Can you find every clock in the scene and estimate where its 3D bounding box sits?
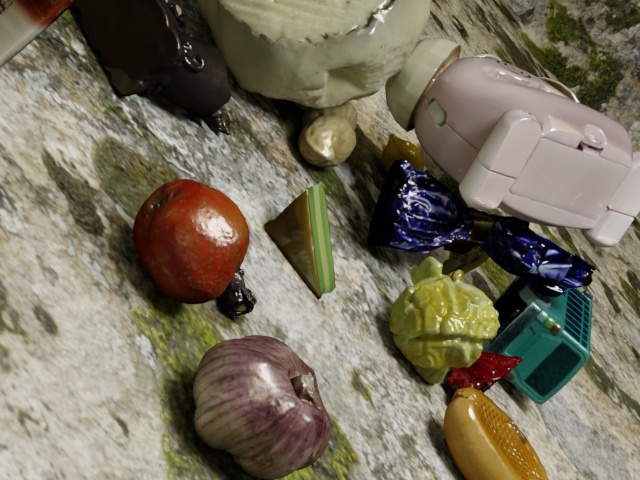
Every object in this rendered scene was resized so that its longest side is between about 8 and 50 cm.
[{"bbox_3d":[0.278,-0.153,2.078,0.342,0.184,0.326,21,17,-33],"label":"clock"}]

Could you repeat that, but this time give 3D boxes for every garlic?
[{"bbox_3d":[-0.049,0.153,1.368,0.159,0.102,0.147,30,28,-47],"label":"garlic"}]

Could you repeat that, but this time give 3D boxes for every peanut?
[{"bbox_3d":[0.010,-0.153,2.057,0.082,0.082,0.187,46,22,-17],"label":"peanut"}]

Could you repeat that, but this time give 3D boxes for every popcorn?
[{"bbox_3d":[0.156,0.102,1.858,0.135,0.141,0.162,20,76,-60],"label":"popcorn"}]

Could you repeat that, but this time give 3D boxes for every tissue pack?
[{"bbox_3d":[-0.302,-0.245,1.421,0.099,0.148,0.106,48,21,-12],"label":"tissue pack"}]

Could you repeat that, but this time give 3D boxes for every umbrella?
[{"bbox_3d":[-0.105,0.019,1.566,0.037,0.040,0.144,18,37,-43],"label":"umbrella"}]

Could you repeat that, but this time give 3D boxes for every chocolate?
[{"bbox_3d":[0.231,-0.007,2.046,0.343,0.148,0.126,17,70,-17],"label":"chocolate"}]

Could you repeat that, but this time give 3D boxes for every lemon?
[{"bbox_3d":[0.128,-0.125,2.281,0.092,0.065,0.065,65,22,8],"label":"lemon"}]

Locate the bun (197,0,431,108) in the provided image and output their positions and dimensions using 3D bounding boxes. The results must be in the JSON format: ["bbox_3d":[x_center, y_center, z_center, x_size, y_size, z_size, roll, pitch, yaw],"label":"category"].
[{"bbox_3d":[-0.006,-0.339,2.038,0.211,0.359,0.360,83,-18,-61],"label":"bun"}]

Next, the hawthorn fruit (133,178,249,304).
[{"bbox_3d":[-0.128,0.000,1.444,0.128,0.128,0.128,44,22,-22],"label":"hawthorn fruit"}]

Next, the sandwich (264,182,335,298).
[{"bbox_3d":[0.000,0.000,1.773,0.116,0.074,0.074,53,21,2],"label":"sandwich"}]

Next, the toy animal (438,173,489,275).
[{"bbox_3d":[0.203,-0.021,2.162,0.181,0.136,0.073,59,21,16],"label":"toy animal"}]

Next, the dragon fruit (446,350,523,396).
[{"bbox_3d":[0.197,0.178,1.925,0.063,0.097,0.131,52,39,10],"label":"dragon fruit"}]

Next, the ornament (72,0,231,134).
[{"bbox_3d":[-0.189,-0.254,1.778,0.251,0.106,0.260,61,16,17],"label":"ornament"}]

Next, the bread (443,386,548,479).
[{"bbox_3d":[0.210,0.266,1.786,0.189,0.077,0.114,51,40,-6],"label":"bread"}]

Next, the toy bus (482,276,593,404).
[{"bbox_3d":[0.329,0.130,2.179,0.147,0.128,0.256,41,20,-2],"label":"toy bus"}]

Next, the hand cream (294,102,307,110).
[{"bbox_3d":[-0.035,-0.252,2.173,0.095,0.046,0.175,25,40,-54],"label":"hand cream"}]
